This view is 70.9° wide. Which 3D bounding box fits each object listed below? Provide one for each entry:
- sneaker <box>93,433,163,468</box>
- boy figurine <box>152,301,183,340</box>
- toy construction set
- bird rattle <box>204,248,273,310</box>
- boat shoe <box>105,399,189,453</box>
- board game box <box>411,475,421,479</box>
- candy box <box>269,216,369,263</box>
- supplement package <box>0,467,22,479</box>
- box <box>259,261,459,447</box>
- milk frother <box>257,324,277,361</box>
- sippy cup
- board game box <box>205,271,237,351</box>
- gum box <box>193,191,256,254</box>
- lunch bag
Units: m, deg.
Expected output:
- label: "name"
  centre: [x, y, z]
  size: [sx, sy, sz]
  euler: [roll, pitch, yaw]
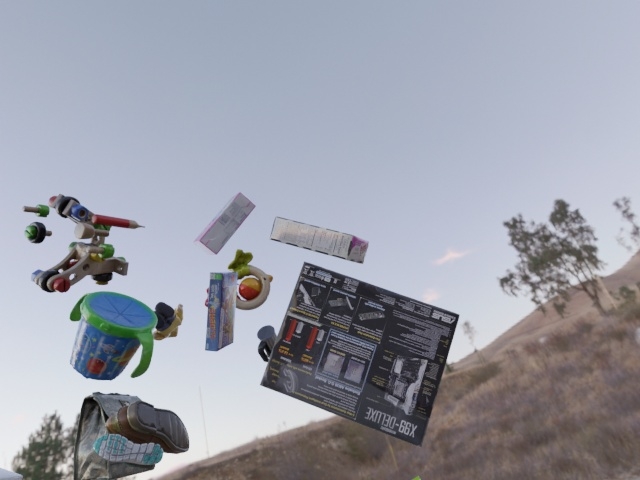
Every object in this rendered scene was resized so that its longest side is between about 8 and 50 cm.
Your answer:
- label: "sneaker"
  centre: [-0.483, 0.537, 1.121]
  size: [0.166, 0.065, 0.076]
  euler: [22, -51, -11]
- label: "boy figurine"
  centre: [-0.640, 0.341, 1.881]
  size: [0.177, 0.092, 0.285]
  euler: [-52, -6, -23]
- label: "toy construction set"
  centre: [-0.591, 0.006, 1.205]
  size: [0.308, 0.258, 0.237]
  euler: [-13, -11, 27]
- label: "bird rattle"
  centre: [-0.284, 0.165, 1.600]
  size: [0.206, 0.254, 0.143]
  euler: [19, -33, 9]
- label: "boat shoe"
  centre: [-0.499, 0.558, 1.321]
  size: [0.104, 0.111, 0.307]
  euler: [-24, -46, 2]
- label: "board game box"
  centre: [0.151, 0.733, 1.011]
  size: [0.347, 0.233, 0.078]
  euler: [-16, -47, -25]
- label: "candy box"
  centre: [0.000, 0.000, 1.244]
  size: [0.233, 0.071, 0.159]
  euler: [15, -1, 21]
- label: "supplement package"
  centre: [-0.747, 0.552, 0.965]
  size: [0.179, 0.105, 0.105]
  euler: [-8, -20, 32]
- label: "box"
  centre: [0.074, 0.203, 0.838]
  size: [0.307, 0.243, 0.076]
  euler: [18, -10, 7]
- label: "milk frother"
  centre: [-0.194, 0.461, 1.972]
  size: [0.143, 0.129, 0.135]
  euler: [-9, -52, 12]
- label: "sippy cup"
  centre: [-0.683, 0.316, 1.450]
  size: [0.240, 0.305, 0.224]
  euler: [23, -80, -32]
- label: "board game box"
  centre: [-0.265, 0.186, 1.213]
  size: [0.035, 0.201, 0.136]
  euler: [3, -4, 7]
- label: "gum box"
  centre: [-0.269, -0.050, 1.273]
  size: [0.062, 0.188, 0.107]
  euler: [42, -18, -17]
- label: "lunch bag"
  centre: [-0.709, 0.671, 1.562]
  size: [0.168, 0.287, 0.235]
  euler: [-18, -24, 11]
